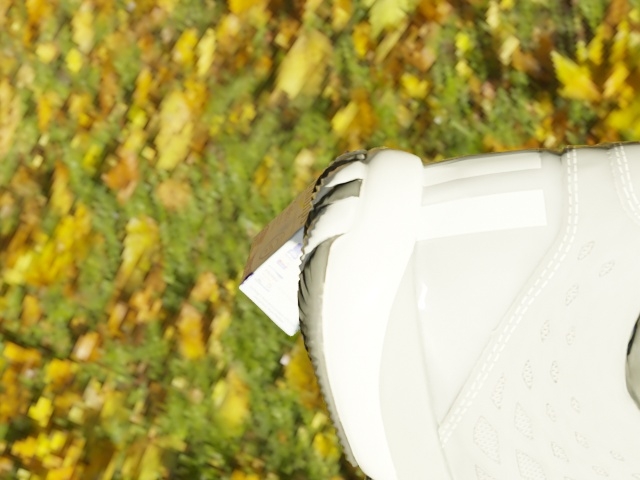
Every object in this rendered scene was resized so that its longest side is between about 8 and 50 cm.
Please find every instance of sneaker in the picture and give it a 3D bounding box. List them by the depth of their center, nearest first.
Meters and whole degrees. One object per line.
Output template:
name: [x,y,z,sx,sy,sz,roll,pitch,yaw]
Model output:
sneaker: [0.085,0.071,0.373,0.132,0.229,0.086,-10,37,14]

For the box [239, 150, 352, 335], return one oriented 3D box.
box: [0.000,0.000,1.400,0.137,0.072,0.126,-42,13,18]
